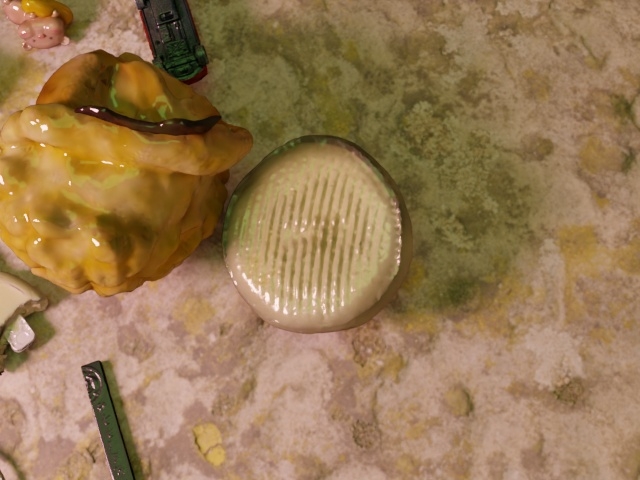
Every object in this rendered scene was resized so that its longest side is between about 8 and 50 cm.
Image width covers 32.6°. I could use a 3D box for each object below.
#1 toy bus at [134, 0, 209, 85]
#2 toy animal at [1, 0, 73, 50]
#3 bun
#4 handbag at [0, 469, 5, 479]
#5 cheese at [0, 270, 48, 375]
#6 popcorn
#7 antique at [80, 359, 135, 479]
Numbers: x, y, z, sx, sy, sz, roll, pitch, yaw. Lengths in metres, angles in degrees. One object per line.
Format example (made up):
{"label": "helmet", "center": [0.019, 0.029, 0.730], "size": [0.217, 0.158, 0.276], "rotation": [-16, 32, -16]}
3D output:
{"label": "toy bus", "center": [-0.229, -0.318, 1.686], "size": [0.081, 0.089, 0.195], "rotation": [-18, 73, -3]}
{"label": "toy animal", "center": [-0.449, -0.338, 1.711], "size": [0.114, 0.091, 0.082], "rotation": [7, 88, 4]}
{"label": "bun", "center": [0.000, 0.000, 1.553], "size": [0.287, 0.146, 0.287], "rotation": [-4, 75, 13]}
{"label": "handbag", "center": [-0.568, 0.364, 1.514], "size": [0.256, 0.079, 0.219], "rotation": [28, 73, 9]}
{"label": "cheese", "center": [-0.494, 0.072, 1.607], "size": [0.127, 0.050, 0.235], "rotation": [-40, 74, -6]}
{"label": "popcorn", "center": [-0.265, -0.099, 1.482], "size": [0.349, 0.381, 0.349], "rotation": [13, 66, -32]}
{"label": "antique", "center": [-0.302, 0.265, 1.557], "size": [0.031, 0.015, 0.192], "rotation": [-19, 73, -2]}
